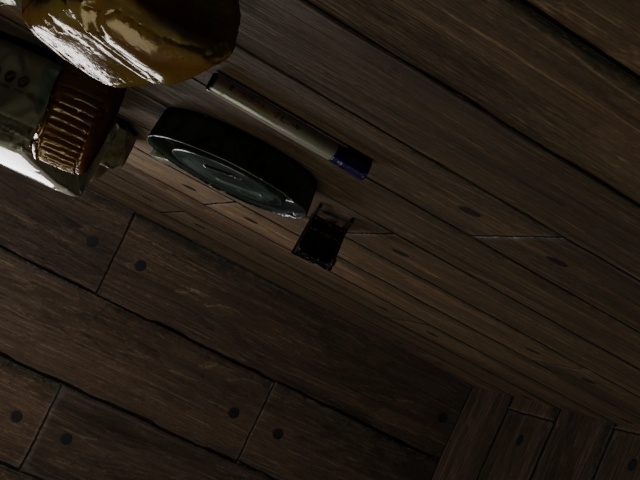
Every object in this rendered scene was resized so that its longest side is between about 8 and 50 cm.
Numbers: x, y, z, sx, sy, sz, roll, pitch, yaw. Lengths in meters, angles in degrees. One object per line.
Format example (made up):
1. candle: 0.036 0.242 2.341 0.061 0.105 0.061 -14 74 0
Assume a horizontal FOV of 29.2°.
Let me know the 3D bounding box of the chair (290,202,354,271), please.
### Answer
1. chair: 0.000 0.000 2.360 0.084 0.101 0.212 26 171 -3

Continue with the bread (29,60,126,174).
1. bread: -0.366 -0.200 1.900 0.104 0.199 0.199 23 172 -7

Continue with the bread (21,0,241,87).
1. bread: -0.212 -0.252 1.360 0.167 0.132 0.294 38 168 -31

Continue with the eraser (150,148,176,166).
1. eraser: -0.312 -0.168 2.519 0.083 0.019 0.038 16 169 47

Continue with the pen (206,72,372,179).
1. pen: -0.042 -0.162 1.744 0.269 0.033 0.033 29 171 -19

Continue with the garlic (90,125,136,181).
1. garlic: -0.495 -0.218 2.460 0.237 0.210 0.292 -9 -174 -30

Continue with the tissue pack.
1. tissue pack: -0.580 -0.249 2.214 0.356 0.194 0.266 24 170 19

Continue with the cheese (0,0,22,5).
1. cheese: -0.440 -0.366 1.587 0.127 0.050 0.255 27 171 -8

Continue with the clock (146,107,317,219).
1. clock: -0.150 -0.131 2.129 0.312 0.061 0.312 25 171 4
